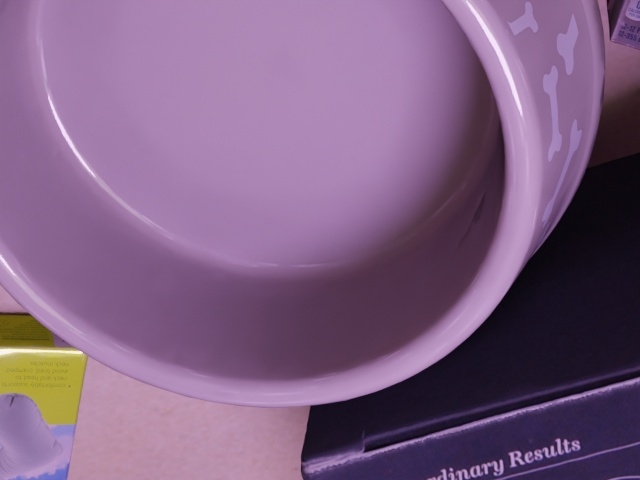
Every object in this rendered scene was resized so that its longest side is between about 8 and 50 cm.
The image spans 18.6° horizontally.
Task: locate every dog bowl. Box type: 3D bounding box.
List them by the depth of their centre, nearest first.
[{"bbox_3d":[-0.038,-0.066,0.967,0.348,0.102,0.349,7,123,11],"label":"dog bowl"}]

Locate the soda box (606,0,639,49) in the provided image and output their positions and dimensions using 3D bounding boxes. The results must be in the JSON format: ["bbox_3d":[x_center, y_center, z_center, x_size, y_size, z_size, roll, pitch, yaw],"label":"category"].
[{"bbox_3d":[0.296,-0.125,1.081,0.263,0.083,0.092,17,116,-2],"label":"soda box"}]

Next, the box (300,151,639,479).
[{"bbox_3d":[0.205,0.168,1.142,0.293,0.212,0.395,-16,122,18],"label":"box"}]

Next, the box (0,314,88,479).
[{"bbox_3d":[-0.204,0.127,1.157,0.109,0.042,0.178,2,119,-18],"label":"box"}]
